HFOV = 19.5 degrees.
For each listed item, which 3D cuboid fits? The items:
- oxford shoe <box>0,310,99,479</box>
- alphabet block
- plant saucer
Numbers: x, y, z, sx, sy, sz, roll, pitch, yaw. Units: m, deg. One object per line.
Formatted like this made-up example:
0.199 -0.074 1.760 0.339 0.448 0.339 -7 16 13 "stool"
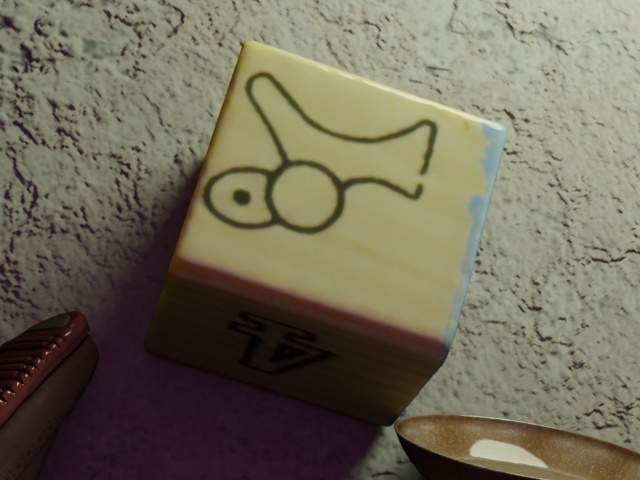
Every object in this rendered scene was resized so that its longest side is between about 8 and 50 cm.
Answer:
-0.247 0.201 1.271 0.130 0.123 0.348 46 63 -20 "oxford shoe"
0.000 0.000 1.338 0.197 0.193 0.192 19 65 -3 "alphabet block"
0.147 0.163 1.320 0.198 0.198 0.036 8 95 -8 "plant saucer"
